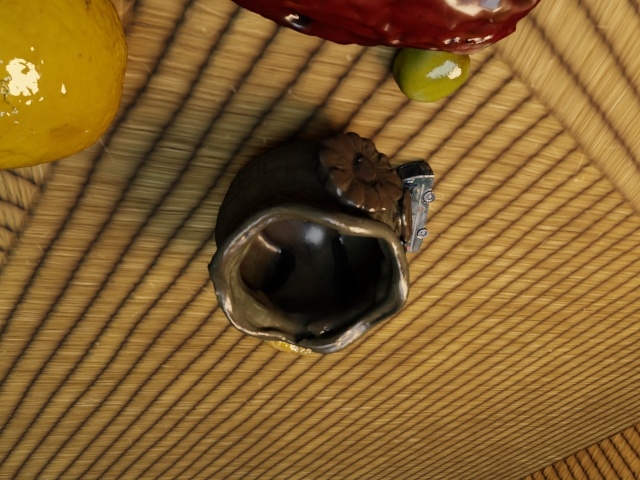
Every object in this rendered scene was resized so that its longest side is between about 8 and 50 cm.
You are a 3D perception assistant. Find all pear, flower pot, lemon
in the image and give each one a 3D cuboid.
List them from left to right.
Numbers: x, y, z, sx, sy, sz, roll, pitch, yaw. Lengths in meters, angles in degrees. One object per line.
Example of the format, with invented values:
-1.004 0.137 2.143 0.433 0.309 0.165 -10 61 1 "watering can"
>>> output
-0.303 -0.180 0.388 0.229 0.253 0.228 -2 108 -6 "lemon"
0.000 0.000 0.601 0.302 0.213 0.301 -2 131 -2 "flower pot"
0.145 -0.220 0.535 0.092 0.097 0.092 -26 133 -32 "pear"

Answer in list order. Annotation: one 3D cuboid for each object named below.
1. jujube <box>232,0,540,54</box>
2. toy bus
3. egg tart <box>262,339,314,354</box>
0.047 -0.302 0.359 0.377 0.258 0.258 15 126 -13 "jujube"
0.151 -0.051 0.708 0.065 0.047 0.165 -4 131 -2 "toy bus"
-0.029 0.157 0.830 0.191 0.074 0.191 -6 131 -7 "egg tart"
